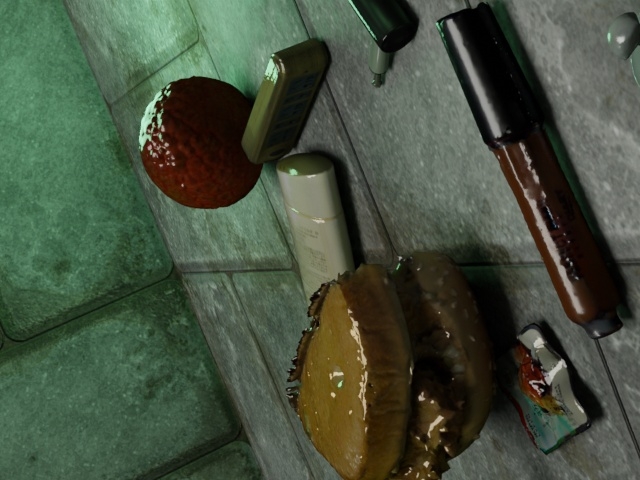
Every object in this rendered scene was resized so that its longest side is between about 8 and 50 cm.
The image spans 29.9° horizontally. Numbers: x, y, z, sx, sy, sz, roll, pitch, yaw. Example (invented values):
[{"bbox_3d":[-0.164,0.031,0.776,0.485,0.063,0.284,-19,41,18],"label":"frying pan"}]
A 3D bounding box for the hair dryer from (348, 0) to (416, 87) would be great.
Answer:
[{"bbox_3d":[0.079,-0.273,1.670,0.100,0.057,0.197,59,165,23],"label":"hair dryer"}]

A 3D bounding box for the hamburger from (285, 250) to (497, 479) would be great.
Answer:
[{"bbox_3d":[0.125,0.229,1.768,0.445,0.268,0.287,108,144,-55],"label":"hamburger"}]

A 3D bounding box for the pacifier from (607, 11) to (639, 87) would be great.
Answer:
[{"bbox_3d":[0.311,-0.189,1.080,0.150,0.117,0.126,-153,68,-66],"label":"pacifier"}]

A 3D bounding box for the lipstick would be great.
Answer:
[{"bbox_3d":[0.251,-0.080,1.409,0.418,0.077,0.077,65,160,-2],"label":"lipstick"}]

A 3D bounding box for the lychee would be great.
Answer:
[{"bbox_3d":[-0.216,-0.183,2.276,0.255,0.300,0.255,7,102,40],"label":"lychee"}]

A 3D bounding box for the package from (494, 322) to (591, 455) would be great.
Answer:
[{"bbox_3d":[0.300,0.212,1.672,0.166,0.040,0.232,63,164,13],"label":"package"}]

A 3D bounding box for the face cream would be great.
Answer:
[{"bbox_3d":[0.000,0.000,2.126,0.173,0.081,0.348,38,146,54],"label":"face cream"}]

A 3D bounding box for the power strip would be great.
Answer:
[{"bbox_3d":[-0.067,-0.218,2.032,0.066,0.092,0.387,64,161,13],"label":"power strip"}]
